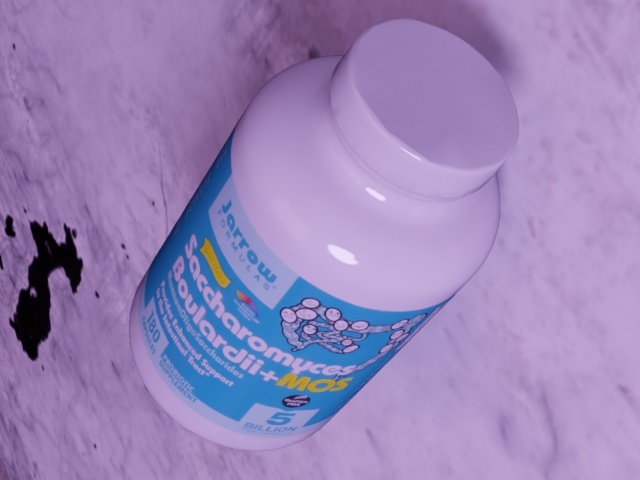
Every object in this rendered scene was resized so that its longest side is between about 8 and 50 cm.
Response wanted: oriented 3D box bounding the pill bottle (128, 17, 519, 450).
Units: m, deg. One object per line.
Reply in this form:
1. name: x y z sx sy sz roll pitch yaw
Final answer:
1. pill bottle: 0.000 0.000 0.676 0.146 0.146 0.264 60 141 19
